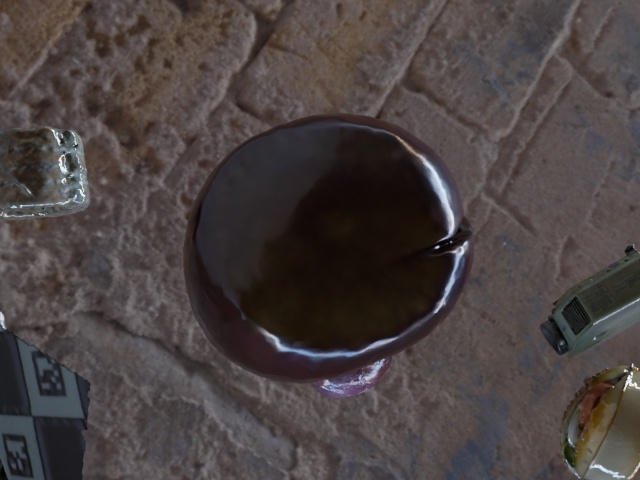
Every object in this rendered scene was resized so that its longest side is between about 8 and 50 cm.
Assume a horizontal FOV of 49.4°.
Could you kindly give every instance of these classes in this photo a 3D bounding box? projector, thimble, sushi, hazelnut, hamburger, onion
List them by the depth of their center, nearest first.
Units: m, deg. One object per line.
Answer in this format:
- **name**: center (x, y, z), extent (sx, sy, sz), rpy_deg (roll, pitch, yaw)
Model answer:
- **sushi**: center (-0.255, 0.171, 0.545), extent (0.059, 0.292, 0.293), rpy_deg (-13, 121, -54)
- **hazelnut**: center (0.000, 0.000, 1.027), extent (0.429, 0.402, 0.402), rpy_deg (-34, -166, -6)
- **projector**: center (0.471, 0.117, 1.183), extent (0.194, 0.088, 0.269), rpy_deg (-30, 156, 1)
- **thimble**: center (-0.511, -0.112, 1.194), extent (0.229, 0.196, 0.148), rpy_deg (-8, -91, 48)
- **hamburger**: center (0.511, 0.322, 1.215), extent (0.147, 0.237, 0.236), rpy_deg (26, -102, 33)
- **onion**: center (0.086, 0.212, 1.476), extent (0.120, 0.284, 0.226), rpy_deg (-14, -102, 39)
